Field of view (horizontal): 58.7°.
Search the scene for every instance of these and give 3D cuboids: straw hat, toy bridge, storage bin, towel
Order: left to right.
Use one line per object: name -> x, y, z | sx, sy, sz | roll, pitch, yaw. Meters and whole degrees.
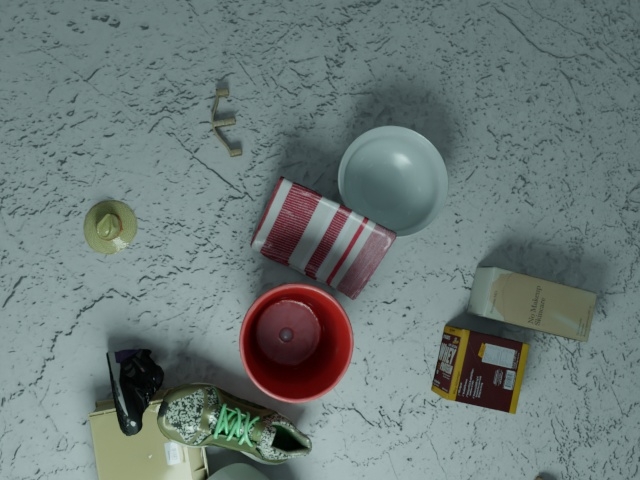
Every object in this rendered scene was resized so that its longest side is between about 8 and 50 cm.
straw hat -> -0.543, -0.036, 1.457 | 0.144, 0.061, 0.144 | 0, 87, -8
storage bin -> -0.418, 0.517, 1.414 | 0.260, 0.123, 0.262 | -9, 88, -10
toy bridge -> -0.261, -0.317, 1.534 | 0.063, 0.026, 0.188 | -13, 88, -8
towel -> 0.000, 0.000, 1.477 | 0.329, 0.037, 0.237 | 26, 122, -3

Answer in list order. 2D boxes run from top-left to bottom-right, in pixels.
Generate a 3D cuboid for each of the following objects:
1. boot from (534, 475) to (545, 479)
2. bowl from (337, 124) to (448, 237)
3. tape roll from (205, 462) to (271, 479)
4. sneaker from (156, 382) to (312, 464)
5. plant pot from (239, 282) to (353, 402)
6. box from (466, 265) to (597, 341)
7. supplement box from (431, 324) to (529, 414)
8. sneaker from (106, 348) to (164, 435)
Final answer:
boot -> 0.640, 0.774, 1.585 | 0.197, 0.073, 0.152 | 35, 81, 7
bowl -> 0.183, -0.150, 1.537 | 0.298, 0.134, 0.298 | 0, 87, -8
tape roll -> -0.184, 0.686, 1.361 | 0.246, 0.169, 0.246 | -13, 111, -38
sneaker -> -0.184, 0.439, 1.360 | 0.410, 0.182, 0.158 | 26, 64, -33
plant pot -> -0.072, 0.241, 1.420 | 0.275, 0.243, 0.275 | 1, 87, -9
box -> 0.583, 0.174, 1.584 | 0.311, 0.121, 0.148 | 13, 86, -8
supplement box -> 0.430, 0.346, 1.547 | 0.194, 0.129, 0.191 | 14, 85, -7
sneaker -> -0.429, 0.338, 1.349 | 0.124, 0.283, 0.107 | -9, 117, -22
